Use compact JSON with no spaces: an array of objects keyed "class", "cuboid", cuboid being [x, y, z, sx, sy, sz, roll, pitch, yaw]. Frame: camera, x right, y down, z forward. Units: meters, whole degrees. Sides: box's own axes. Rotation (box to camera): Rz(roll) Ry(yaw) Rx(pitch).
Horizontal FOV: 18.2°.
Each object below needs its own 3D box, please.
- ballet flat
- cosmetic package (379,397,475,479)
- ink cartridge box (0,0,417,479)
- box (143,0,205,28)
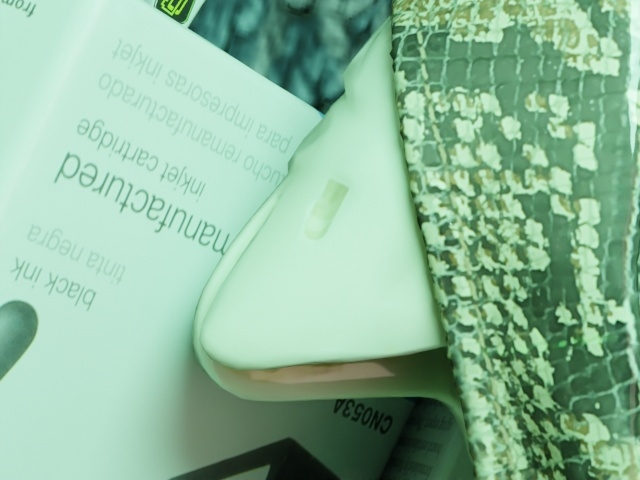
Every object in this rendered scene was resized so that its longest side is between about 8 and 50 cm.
[{"class":"ballet flat","cuboid":[0.054,0.088,0.552,0.182,0.164,0.483,-8,89,9]},{"class":"cosmetic package","cuboid":[0.103,0.153,0.698,0.217,0.156,0.385,24,82,-6]},{"class":"ink cartridge box","cuboid":[-0.104,0.082,0.637,0.223,0.129,0.307,28,86,-52]},{"class":"box","cuboid":[-0.139,-0.037,0.703,0.114,0.036,0.207,36,79,-28]}]
